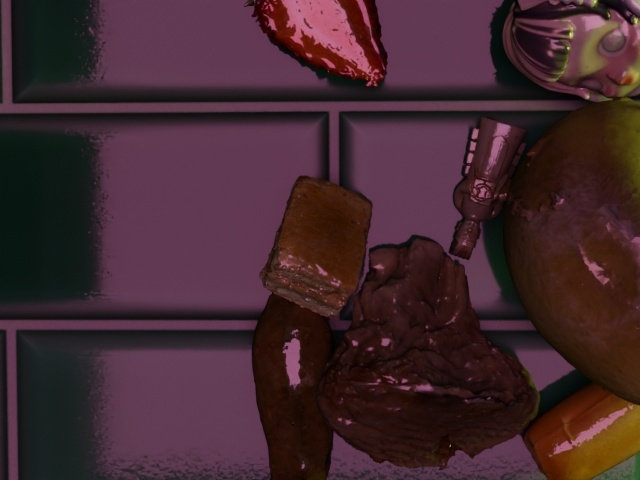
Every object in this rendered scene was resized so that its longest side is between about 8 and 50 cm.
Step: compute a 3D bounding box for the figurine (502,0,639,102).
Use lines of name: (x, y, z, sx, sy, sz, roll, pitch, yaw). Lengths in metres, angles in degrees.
figurine: (0.436, -0.299, 1.819, 0.361, 0.211, 0.253, 8, 131, -4)

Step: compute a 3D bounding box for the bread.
bread: (0.000, 0.000, 1.858, 0.138, 0.102, 0.196, 26, 54, -10)

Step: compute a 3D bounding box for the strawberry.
strawberry: (0.020, -0.336, 1.884, 0.228, 0.098, 0.174, 32, 95, -3)

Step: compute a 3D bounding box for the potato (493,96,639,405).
potato: (0.442, 0.006, 1.711, 0.385, 0.319, 0.442, -42, 70, 7)

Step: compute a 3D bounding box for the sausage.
sausage: (0.470, 0.238, 1.884, 0.354, 0.116, 0.134, -30, 109, 0)

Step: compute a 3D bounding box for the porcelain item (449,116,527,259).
porcelain item: (0.241, -0.075, 1.909, 0.084, 0.054, 0.213, 18, 94, 3)

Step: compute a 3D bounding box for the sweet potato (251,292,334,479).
sweet potato: (-0.040, 0.268, 1.906, 0.131, 0.130, 0.422, 2, 99, 2)

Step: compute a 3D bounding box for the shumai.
shumai: (0.140, 0.169, 1.885, 0.346, 0.217, 0.283, 0, 53, -23)
